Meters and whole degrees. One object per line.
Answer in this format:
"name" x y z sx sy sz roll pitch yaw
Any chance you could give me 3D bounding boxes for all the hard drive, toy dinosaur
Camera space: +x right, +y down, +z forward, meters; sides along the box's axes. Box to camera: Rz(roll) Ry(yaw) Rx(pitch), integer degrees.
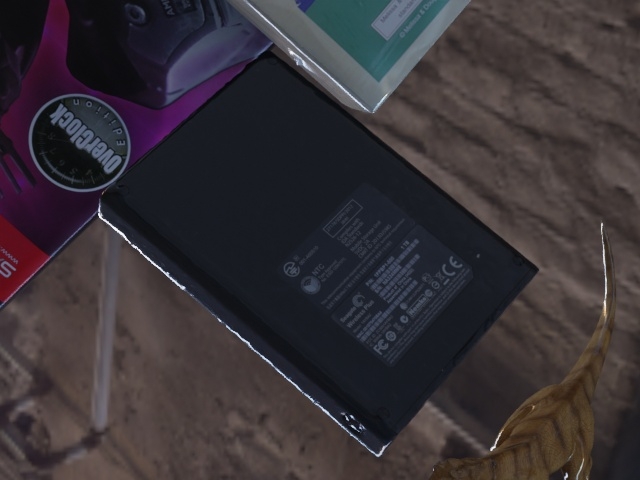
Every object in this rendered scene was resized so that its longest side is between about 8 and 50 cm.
"hard drive" 0.000 0.000 0.497 0.135 0.022 0.094 40 -118 9
"toy dinosaur" 0.120 0.092 0.680 0.064 0.112 0.211 21 -143 24

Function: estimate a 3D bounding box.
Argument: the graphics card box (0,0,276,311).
"graphics card box" -0.183 -0.117 0.756 0.233 0.371 0.094 46 -164 -11

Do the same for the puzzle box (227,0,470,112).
"puzzle box" 0.046 -0.290 0.537 0.272 0.409 0.052 41 178 -16
